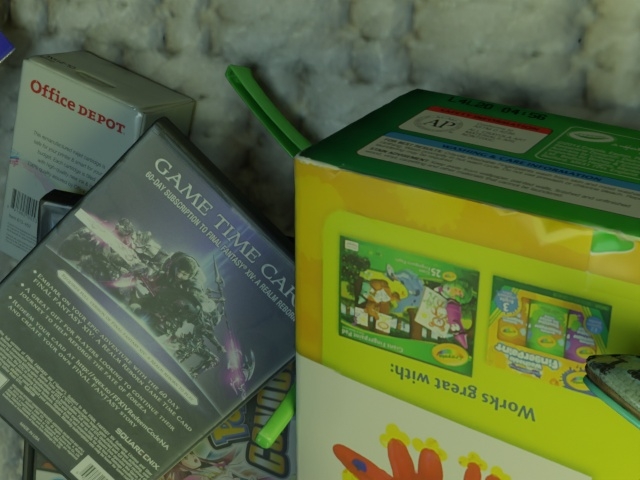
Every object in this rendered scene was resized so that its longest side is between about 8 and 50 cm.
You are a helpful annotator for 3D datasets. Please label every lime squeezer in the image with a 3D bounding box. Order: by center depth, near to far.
[{"bbox_3d":[0.000,0.000,0.826,0.059,0.110,0.310,-42,43,41],"label":"lime squeezer"}]

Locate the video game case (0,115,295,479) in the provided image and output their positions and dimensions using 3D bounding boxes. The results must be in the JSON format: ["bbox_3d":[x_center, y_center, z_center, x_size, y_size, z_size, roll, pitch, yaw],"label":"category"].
[{"bbox_3d":[-0.140,0.067,0.900,0.196,0.026,0.274,45,110,-6],"label":"video game case"}]

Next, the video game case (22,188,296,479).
[{"bbox_3d":[-0.109,0.114,0.942,0.248,0.035,0.274,11,111,7],"label":"video game case"}]

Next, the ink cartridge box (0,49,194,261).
[{"bbox_3d":[-0.185,-0.053,0.973,0.127,0.072,0.175,26,116,23],"label":"ink cartridge box"}]

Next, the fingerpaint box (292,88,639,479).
[{"bbox_3d":[0.210,0.139,0.696,0.445,0.163,0.371,15,119,29],"label":"fingerpaint box"}]

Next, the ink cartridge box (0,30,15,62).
[{"bbox_3d":[-0.399,-0.172,1.003,0.206,0.045,0.208,-42,78,1],"label":"ink cartridge box"}]

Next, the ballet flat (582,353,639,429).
[{"bbox_3d":[0.210,0.098,0.540,0.188,0.070,0.070,39,121,11],"label":"ballet flat"}]
